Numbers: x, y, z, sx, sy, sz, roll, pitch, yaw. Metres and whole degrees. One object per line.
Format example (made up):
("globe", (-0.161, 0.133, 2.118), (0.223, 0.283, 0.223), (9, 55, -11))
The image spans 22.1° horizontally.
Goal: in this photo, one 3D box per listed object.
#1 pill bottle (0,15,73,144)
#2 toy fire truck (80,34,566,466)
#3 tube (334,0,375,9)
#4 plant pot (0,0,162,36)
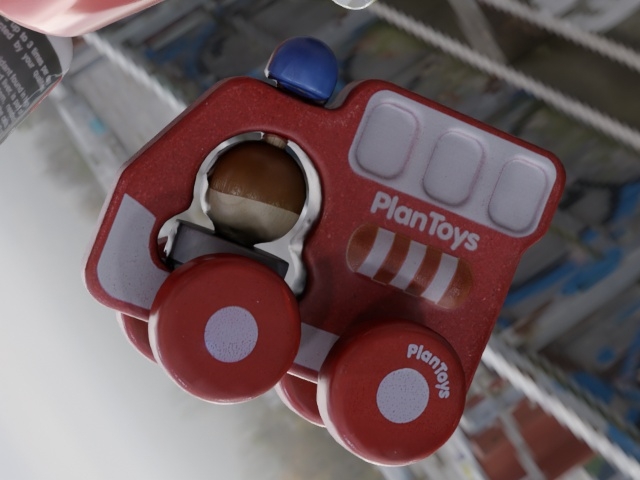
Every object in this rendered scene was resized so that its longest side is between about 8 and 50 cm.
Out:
("pill bottle", (-0.282, -0.131, 1.180), (0.161, 0.283, 0.161), (36, 162, 13))
("toy fire truck", (0.000, 0.000, 1.150), (0.302, 0.254, 0.169), (22, 178, -17))
("tube", (0.090, -0.246, 1.205), (0.070, 0.240, 0.062), (12, 129, 43))
("plant pot", (-0.111, -0.264, 0.968), (0.275, 0.243, 0.275), (36, -143, -34))
